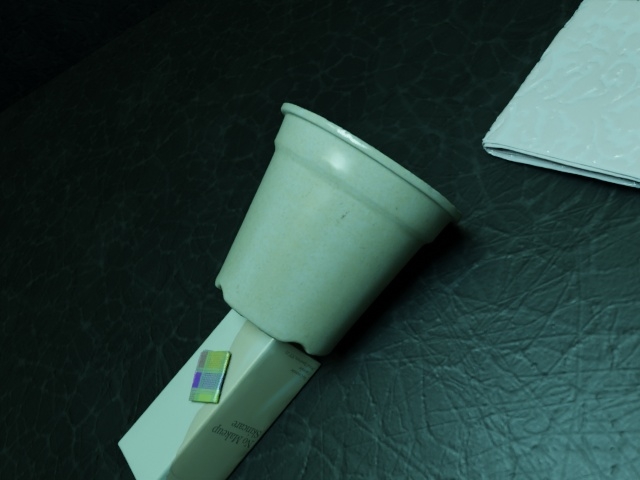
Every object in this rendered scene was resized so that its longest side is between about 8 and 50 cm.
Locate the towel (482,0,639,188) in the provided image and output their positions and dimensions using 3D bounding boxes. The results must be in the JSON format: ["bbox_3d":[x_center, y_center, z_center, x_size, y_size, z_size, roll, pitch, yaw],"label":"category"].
[{"bbox_3d":[0.469,-0.241,0.894,0.331,0.053,0.317,-53,42,-6],"label":"towel"}]

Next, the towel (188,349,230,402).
[{"bbox_3d":[-0.171,0.209,0.879,0.060,0.009,0.083,-5,60,30],"label":"towel"}]

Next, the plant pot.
[{"bbox_3d":[0.000,0.000,0.915,0.334,0.334,0.305,37,95,44],"label":"plant pot"}]

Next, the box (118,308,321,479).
[{"bbox_3d":[-0.164,0.269,0.940,0.311,0.148,0.121,-51,46,-3],"label":"box"}]
